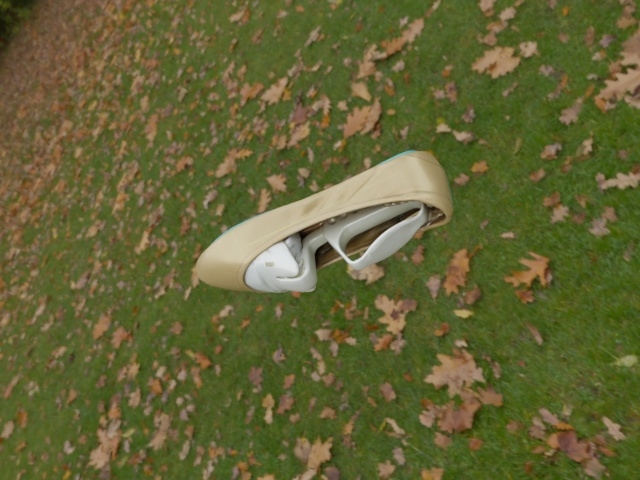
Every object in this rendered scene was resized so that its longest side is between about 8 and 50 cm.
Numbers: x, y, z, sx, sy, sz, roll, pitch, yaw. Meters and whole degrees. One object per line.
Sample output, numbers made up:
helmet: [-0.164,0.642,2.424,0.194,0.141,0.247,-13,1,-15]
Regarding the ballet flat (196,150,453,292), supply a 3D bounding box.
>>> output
ballet flat: [0.000,0.000,0.475,0.232,0.080,0.073,-27,53,10]
